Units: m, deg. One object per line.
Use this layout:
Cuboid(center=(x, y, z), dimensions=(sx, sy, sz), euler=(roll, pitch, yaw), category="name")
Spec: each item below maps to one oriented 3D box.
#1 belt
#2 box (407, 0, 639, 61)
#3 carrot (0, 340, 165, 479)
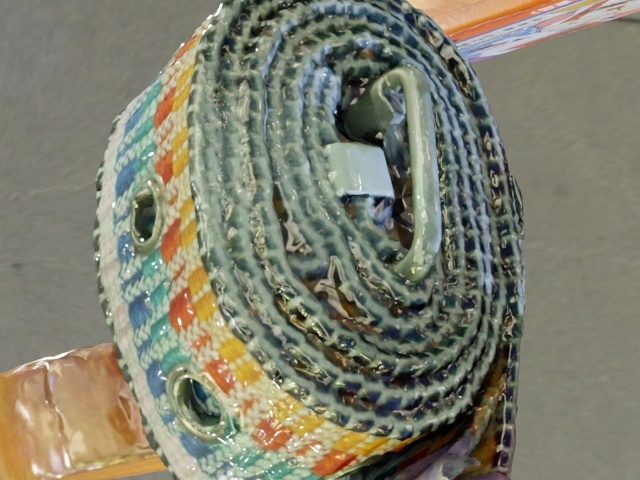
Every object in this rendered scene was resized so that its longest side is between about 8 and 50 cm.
Cuboid(center=(0.000, 0.000, 0.767), dimensions=(0.206, 0.160, 0.295), euler=(21, 54, -28), category="belt")
Cuboid(center=(0.201, -0.284, 0.986), dimensions=(0.348, 0.318, 0.257), euler=(-14, 93, 30), category="box")
Cuboid(center=(-0.159, 0.154, 1.265), dimensions=(0.258, 0.307, 0.100), euler=(-5, 79, -11), category="carrot")
